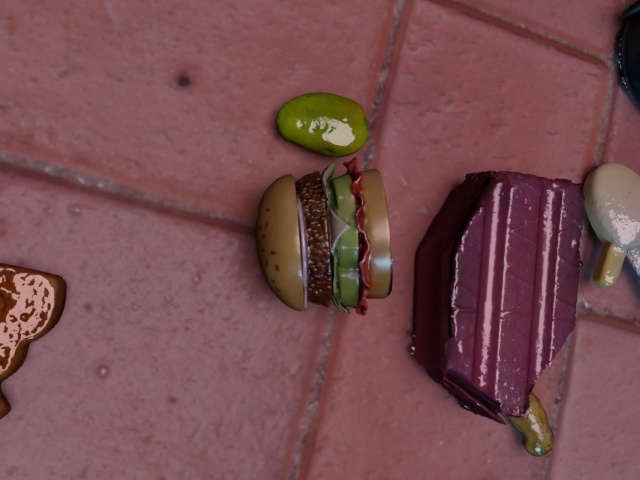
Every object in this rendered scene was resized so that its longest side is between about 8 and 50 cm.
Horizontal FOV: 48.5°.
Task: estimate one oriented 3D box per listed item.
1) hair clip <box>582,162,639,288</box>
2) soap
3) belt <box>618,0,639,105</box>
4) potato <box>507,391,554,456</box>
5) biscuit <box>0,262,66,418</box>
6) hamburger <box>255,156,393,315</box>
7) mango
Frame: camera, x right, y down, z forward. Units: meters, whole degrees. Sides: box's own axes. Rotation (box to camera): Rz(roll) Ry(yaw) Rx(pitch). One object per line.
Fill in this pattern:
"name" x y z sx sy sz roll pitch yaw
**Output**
"hair clip" 0.409 0.003 0.932 0.159 0.071 0.219 -30 92 -14
"soap" 0.206 0.066 0.835 0.182 0.112 0.289 4 86 -17
"belt" 0.519 -0.249 0.949 0.267 0.116 0.207 20 86 -18
"potato" 0.259 0.223 0.880 0.045 0.046 0.092 -29 86 18
"biscuit" -0.411 0.060 0.675 0.284 0.043 0.306 -36 96 -15
"hamburger" 0.000 -0.002 0.752 0.136 0.175 0.175 -4 88 -5
"mango" 0.003 -0.132 0.810 0.108 0.056 0.073 3 81 -15
